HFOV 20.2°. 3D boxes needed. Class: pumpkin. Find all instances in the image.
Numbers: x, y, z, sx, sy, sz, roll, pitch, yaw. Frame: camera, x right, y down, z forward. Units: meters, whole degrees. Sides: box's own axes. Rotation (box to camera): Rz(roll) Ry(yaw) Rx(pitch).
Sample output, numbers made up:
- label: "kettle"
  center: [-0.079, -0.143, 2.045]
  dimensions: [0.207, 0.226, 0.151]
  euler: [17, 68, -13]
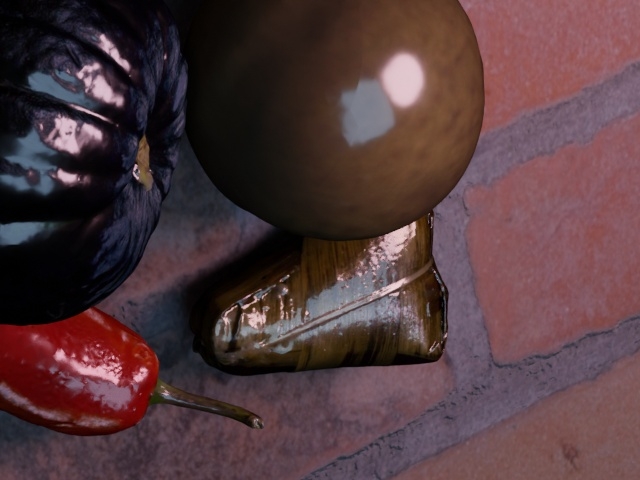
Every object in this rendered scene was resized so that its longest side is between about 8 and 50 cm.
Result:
- label: "pumpkin"
  center: [-0.264, -0.103, 1.581]
  dimensions: [0.266, 0.363, 0.363]
  euler: [15, 116, 11]

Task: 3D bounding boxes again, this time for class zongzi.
- label: "zongzi"
  center: [0.000, 0.000, 1.933]
  dimensions: [0.286, 0.134, 0.288]
  euler: [-4, 106, -21]

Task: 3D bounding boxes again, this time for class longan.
- label: "longan"
  center: [0.015, -0.144, 1.736]
  dimensions: [0.319, 0.319, 0.319]
  euler: [-13, 123, -22]

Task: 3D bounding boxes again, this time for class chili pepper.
- label: "chili pepper"
  center: [-0.237, 0.139, 1.865]
  dimensions: [0.338, 0.134, 0.131]
  euler: [25, 118, -32]
